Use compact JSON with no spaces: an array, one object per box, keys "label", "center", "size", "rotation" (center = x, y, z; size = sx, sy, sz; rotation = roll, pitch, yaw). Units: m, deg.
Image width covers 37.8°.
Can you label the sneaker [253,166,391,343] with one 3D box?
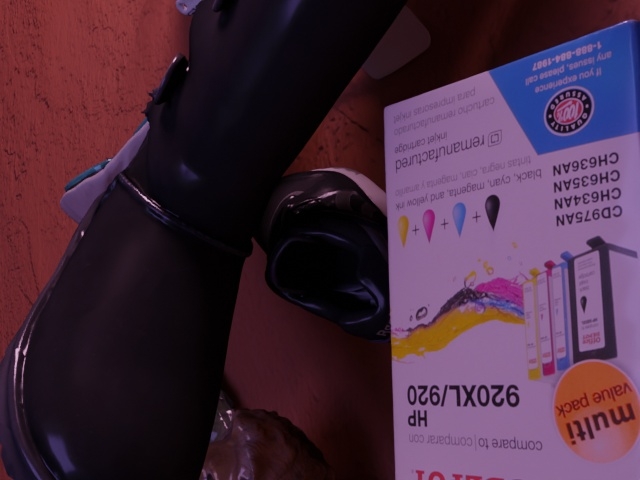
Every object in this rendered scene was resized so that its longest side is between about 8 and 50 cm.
[{"label":"sneaker","center":[0.000,0.000,0.736],"size":[0.283,0.124,0.107],"rotation":[27,106,51]}]

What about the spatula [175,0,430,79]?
[{"label":"spatula","center":[-0.026,-0.193,0.808],"size":[0.242,0.168,0.019],"rotation":[-18,30,53]}]

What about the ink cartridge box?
[{"label":"ink cartridge box","center":[0.150,0.035,0.495],"size":[0.171,0.168,0.233],"rotation":[-11,77,51]}]

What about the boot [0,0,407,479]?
[{"label":"boot","center":[-0.036,-0.070,0.600],"size":[0.445,0.146,0.367],"rotation":[-50,28,25]}]

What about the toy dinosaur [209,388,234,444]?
[{"label":"toy dinosaur","center":[-0.127,0.180,0.939],"size":[0.118,0.064,0.268],"rotation":[-52,45,27]}]

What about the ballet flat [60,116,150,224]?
[{"label":"ballet flat","center":[-0.159,-0.056,0.964],"size":[0.400,0.139,0.139],"rotation":[-27,64,52]}]

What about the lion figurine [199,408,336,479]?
[{"label":"lion figurine","center":[0.015,0.303,0.671],"size":[0.392,0.142,0.240],"rotation":[31,112,46]}]
